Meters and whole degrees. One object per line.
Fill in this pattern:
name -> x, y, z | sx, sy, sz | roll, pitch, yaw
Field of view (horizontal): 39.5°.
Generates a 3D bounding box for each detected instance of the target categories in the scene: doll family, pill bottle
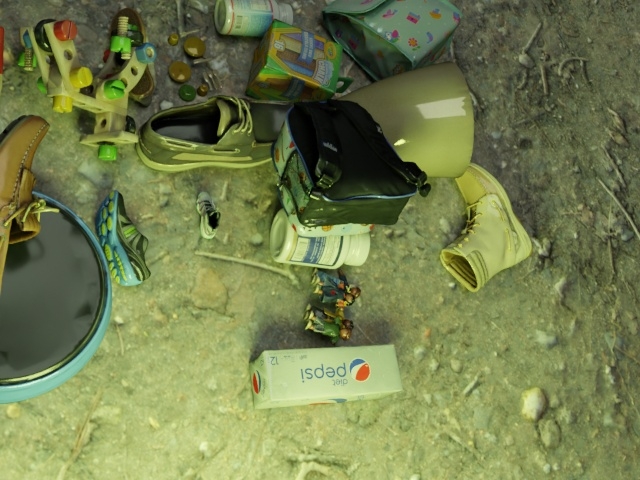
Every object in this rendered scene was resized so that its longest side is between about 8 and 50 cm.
doll family -> 0.029, 0.131, 1.803 | 0.111, 0.076, 0.193 | 19, 60, -12
pill bottle -> 0.000, 0.000, 1.817 | 0.186, 0.112, 0.112 | 8, 67, -23
pill bottle -> -0.146, -0.492, 1.957 | 0.160, 0.087, 0.087 | -3, 71, -27

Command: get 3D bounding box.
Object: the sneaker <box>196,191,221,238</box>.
sneaker -> -0.216, -0.059, 1.762 | 0.038, 0.069, 0.098 | -4, 72, -27

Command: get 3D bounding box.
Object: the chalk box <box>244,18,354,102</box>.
chalk box -> -0.036, -0.360, 1.931 | 0.213, 0.132, 0.132 | 18, 63, -17

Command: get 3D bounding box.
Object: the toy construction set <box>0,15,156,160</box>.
toy construction set -> -0.467, -0.275, 1.662 | 0.308, 0.257, 0.237 | 4, 91, 8

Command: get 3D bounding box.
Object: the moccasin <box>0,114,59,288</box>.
moccasin -> -0.522, -0.033, 1.476 | 0.146, 0.139, 0.380 | 21, 63, -18

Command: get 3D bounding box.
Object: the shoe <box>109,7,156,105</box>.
shoe -> -0.381, -0.375, 1.823 | 0.076, 0.058, 0.219 | -16, 71, 4

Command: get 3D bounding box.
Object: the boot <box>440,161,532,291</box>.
boot -> 0.340, -0.033, 2.006 | 0.203, 0.095, 0.262 | -30, 89, -30

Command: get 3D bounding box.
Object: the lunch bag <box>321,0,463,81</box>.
lunch bag -> 0.160, -0.507, 2.072 | 0.262, 0.160, 0.223 | 41, 61, 10

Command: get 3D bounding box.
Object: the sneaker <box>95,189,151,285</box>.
sneaker -> -0.369, -0.003, 1.680 | 0.078, 0.067, 0.188 | -3, 68, -49

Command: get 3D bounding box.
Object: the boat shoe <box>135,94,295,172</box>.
boat shoe -> -0.188, -0.218, 1.775 | 0.355, 0.130, 0.132 | -15, 76, -18

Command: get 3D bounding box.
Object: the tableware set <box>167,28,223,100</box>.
tableware set -> -0.278, -0.371, 1.886 | 0.104, 0.024, 0.154 | -20, 81, -27

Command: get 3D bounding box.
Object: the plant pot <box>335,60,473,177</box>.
plant pot -> 0.159, -0.248, 1.935 | 0.273, 0.256, 0.257 | -7, 73, -12

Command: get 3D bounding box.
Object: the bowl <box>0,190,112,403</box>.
bowl -> -0.552, 0.083, 1.542 | 0.390, 0.077, 0.391 | 10, 66, -22

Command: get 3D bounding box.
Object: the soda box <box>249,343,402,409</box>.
soda box -> 0.011, 0.264, 1.730 | 0.286, 0.091, 0.098 | 0, 69, -26

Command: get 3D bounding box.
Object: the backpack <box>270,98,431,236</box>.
backpack -> 0.030, -0.144, 1.735 | 0.276, 0.213, 0.264 | 0, 57, -34
